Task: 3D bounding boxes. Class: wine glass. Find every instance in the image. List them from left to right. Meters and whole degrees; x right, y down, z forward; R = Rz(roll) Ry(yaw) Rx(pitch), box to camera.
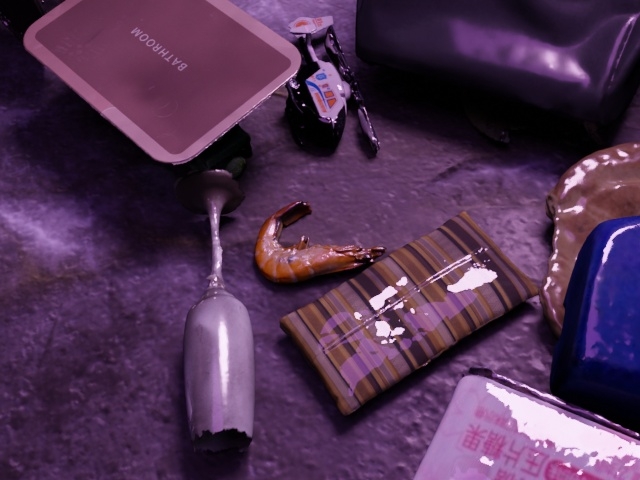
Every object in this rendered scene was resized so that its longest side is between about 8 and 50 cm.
[{"bbox_3d":[-0.092,0.062,0.790,0.074,0.074,0.262,-9,57,3],"label":"wine glass"}]

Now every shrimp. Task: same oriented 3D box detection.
[{"bbox_3d":[0.000,0.000,0.841,0.127,0.025,0.091,-1,55,12],"label":"shrimp"}]

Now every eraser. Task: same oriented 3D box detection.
[{"bbox_3d":[0.345,0.086,0.647,0.332,0.101,0.155,16,68,8],"label":"eraser"}]

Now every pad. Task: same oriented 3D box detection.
[{"bbox_3d":[-0.158,-0.186,0.876,0.176,0.002,0.266,-42,61,-17],"label":"pad"}]

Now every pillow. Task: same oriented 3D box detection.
[{"bbox_3d":[0.076,0.057,0.781,0.203,0.038,0.113,-31,57,-12],"label":"pillow"}]

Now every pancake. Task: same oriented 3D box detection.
[{"bbox_3d":[0.289,0.020,0.768,0.222,0.042,0.236,-9,58,-2],"label":"pancake"}]

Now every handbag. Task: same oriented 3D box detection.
[{"bbox_3d":[0.202,-0.259,0.883,0.301,0.275,0.178,20,20,24],"label":"handbag"}]

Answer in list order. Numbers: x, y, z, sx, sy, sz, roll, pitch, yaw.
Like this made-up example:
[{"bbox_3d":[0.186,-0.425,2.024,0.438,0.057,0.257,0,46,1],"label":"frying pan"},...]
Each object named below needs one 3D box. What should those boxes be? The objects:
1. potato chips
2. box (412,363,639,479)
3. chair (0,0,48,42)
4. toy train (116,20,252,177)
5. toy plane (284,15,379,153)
[{"bbox_3d":[0.208,-0.180,0.928,0.142,0.026,0.209,25,64,21],"label":"potato chips"},{"bbox_3d":[0.108,0.272,0.588,0.190,0.112,0.370,20,62,20],"label":"box"},{"bbox_3d":[-0.219,-0.412,1.040,0.401,0.226,0.226,-40,59,-18],"label":"chair"},{"bbox_3d":[-0.133,-0.133,0.902,0.071,0.111,0.170,-35,55,-12],"label":"toy train"},{"bbox_3d":[-0.001,-0.164,0.940,0.078,0.053,0.197,-12,56,-8],"label":"toy plane"}]
